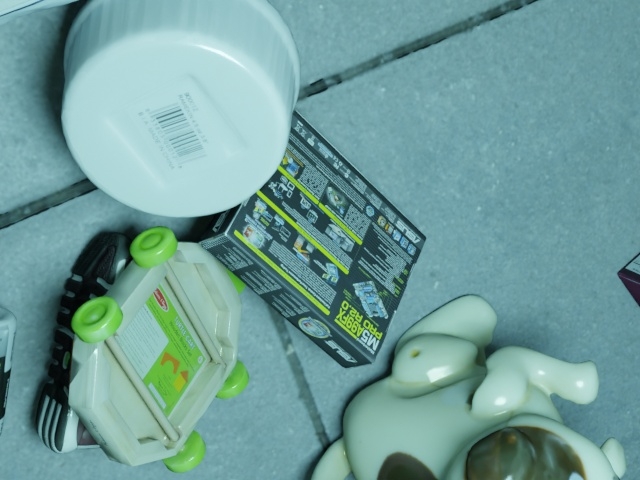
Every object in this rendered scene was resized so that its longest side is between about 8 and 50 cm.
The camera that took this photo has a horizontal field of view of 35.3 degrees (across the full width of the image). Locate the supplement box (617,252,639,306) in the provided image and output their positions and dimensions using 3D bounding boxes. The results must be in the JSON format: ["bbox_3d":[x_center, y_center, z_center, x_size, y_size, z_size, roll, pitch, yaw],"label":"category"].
[{"bbox_3d":[0.571,0.036,1.557,0.188,0.081,0.104,-42,113,-7],"label":"supplement box"}]

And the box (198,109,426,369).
[{"bbox_3d":[0.000,0.000,1.290,0.270,0.060,0.216,42,55,-24],"label":"box"}]

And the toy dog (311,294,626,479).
[{"bbox_3d":[0.205,0.277,1.299,0.396,0.408,0.284,-13,106,-18],"label":"toy dog"}]

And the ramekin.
[{"bbox_3d":[-0.160,-0.157,1.141,0.277,0.135,0.277,-1,130,-1],"label":"ramekin"}]

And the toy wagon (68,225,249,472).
[{"bbox_3d":[-0.172,0.108,1.244,0.344,0.068,0.267,-58,141,-37],"label":"toy wagon"}]

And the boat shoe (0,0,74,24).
[{"bbox_3d":[-0.326,-0.323,1.041,0.367,0.156,0.135,-22,78,5],"label":"boat shoe"}]

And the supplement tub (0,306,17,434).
[{"bbox_3d":[-0.430,0.173,1.194,0.117,0.117,0.190,6,100,-22],"label":"supplement tub"}]

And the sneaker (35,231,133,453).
[{"bbox_3d":[-0.248,0.135,1.278,0.163,0.106,0.281,15,95,-40],"label":"sneaker"}]
